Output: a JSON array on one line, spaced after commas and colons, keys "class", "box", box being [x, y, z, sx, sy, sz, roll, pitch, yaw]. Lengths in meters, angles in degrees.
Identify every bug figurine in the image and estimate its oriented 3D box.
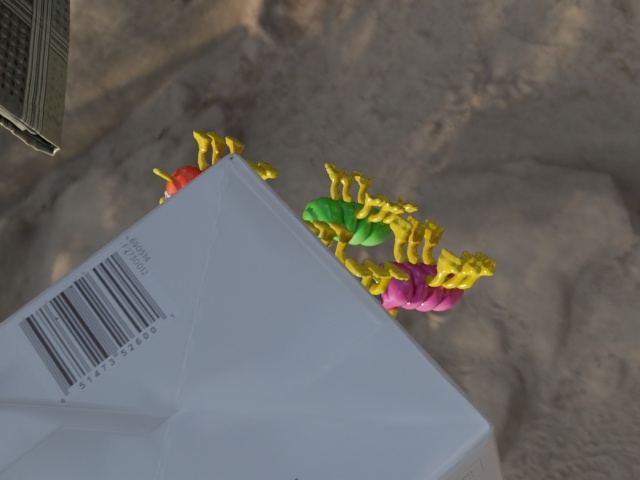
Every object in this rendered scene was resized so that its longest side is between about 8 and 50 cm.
[{"class": "bug figurine", "box": [0.000, 0.000, 0.766, 0.279, 0.216, 0.072, 41, 119, 53]}]

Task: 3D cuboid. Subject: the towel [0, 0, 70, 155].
[{"class": "towel", "box": [-0.437, -0.304, 1.275, 0.056, 0.312, 0.324, -17, 58, 19]}]

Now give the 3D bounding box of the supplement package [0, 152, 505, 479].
[{"class": "supplement package", "box": [-0.024, 0.136, 0.492, 0.177, 0.293, 0.175, -38, 58, -10]}]
